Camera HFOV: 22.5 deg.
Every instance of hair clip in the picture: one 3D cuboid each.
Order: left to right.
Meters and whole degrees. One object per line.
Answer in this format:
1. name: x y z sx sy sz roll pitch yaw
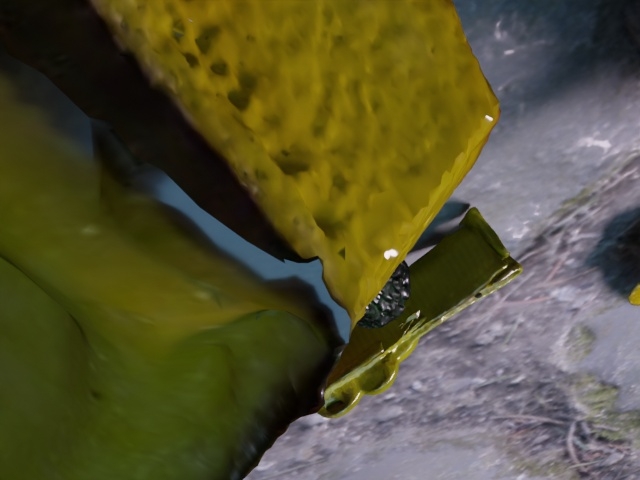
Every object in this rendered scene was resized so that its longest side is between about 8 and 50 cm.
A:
1. hair clip: 0.041 0.048 1.001 0.173 0.072 0.046 -39 146 4

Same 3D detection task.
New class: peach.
1. peach: -0.110 -0.036 0.590 0.306 0.242 0.380 28 136 -1

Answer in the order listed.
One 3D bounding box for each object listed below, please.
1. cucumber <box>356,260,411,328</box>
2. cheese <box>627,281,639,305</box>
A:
1. cucumber: -0.001 0.001 0.903 0.058 0.058 0.187 -31 148 8
2. cheese: 0.337 0.007 1.141 0.270 0.069 0.177 -8 144 -27
